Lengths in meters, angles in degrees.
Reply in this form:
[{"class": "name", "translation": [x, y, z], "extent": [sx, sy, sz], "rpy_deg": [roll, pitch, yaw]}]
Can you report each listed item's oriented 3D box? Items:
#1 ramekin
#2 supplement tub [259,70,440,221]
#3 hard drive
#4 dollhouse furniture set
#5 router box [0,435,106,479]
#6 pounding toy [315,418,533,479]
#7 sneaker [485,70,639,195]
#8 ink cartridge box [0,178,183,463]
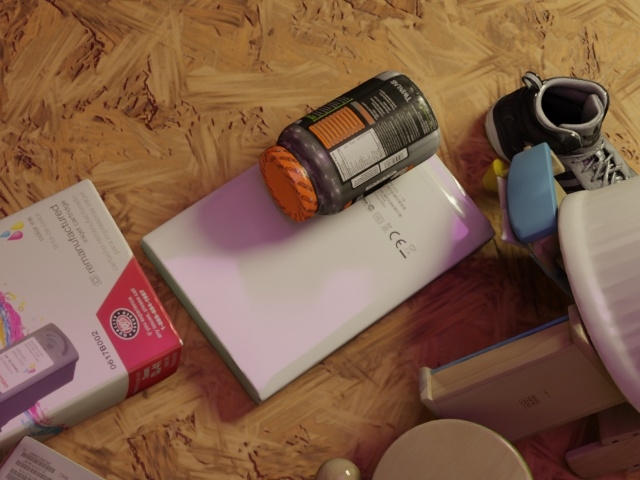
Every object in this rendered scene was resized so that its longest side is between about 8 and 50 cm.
[{"class": "ramekin", "translation": [0.385, 0.051, 1.764], "extent": [0.135, 0.277, 0.277], "rpy_deg": [-24, 74, 24]}, {"class": "supplement tub", "translation": [0.032, -0.105, 1.823], "extent": [0.190, 0.117, 0.117], "rpy_deg": [-31, 80, -19]}, {"class": "hard drive", "translation": [0.000, 0.000, 1.869], "extent": [0.353, 0.047, 0.233], "rpy_deg": [-34, 81, -20]}, {"class": "dollhouse furniture set", "translation": [0.254, 0.091, 1.868], "extent": [0.286, 0.198, 0.303], "rpy_deg": [46, 31, -38]}, {"class": "router box", "translation": [-0.136, 0.349, 1.534], "extent": [0.335, 0.301, 0.082], "rpy_deg": [25, 67, 23]}, {"class": "pounding toy", "translation": [0.129, 0.296, 1.780], "extent": [0.237, 0.110, 0.182], "rpy_deg": [-18, 83, 12]}, {"class": "sneaker", "translation": [0.324, -0.097, 1.907], "extent": [0.269, 0.153, 0.101], "rpy_deg": [39, 69, 3]}, {"class": "ink cartridge box", "translation": [-0.335, 0.104, 1.725], "extent": [0.306, 0.131, 0.226], "rpy_deg": [-27, 79, -19]}]
